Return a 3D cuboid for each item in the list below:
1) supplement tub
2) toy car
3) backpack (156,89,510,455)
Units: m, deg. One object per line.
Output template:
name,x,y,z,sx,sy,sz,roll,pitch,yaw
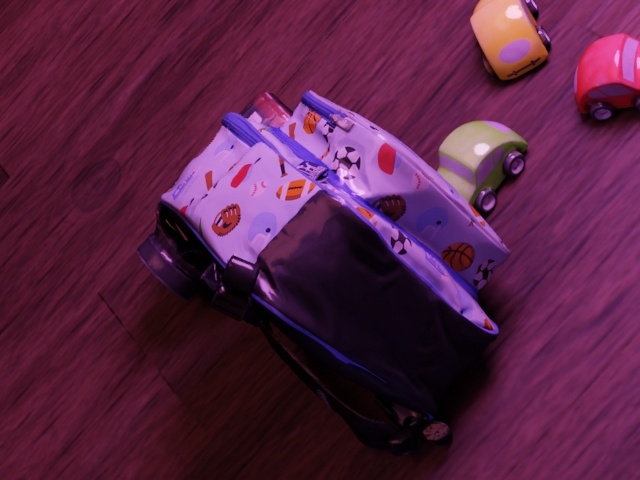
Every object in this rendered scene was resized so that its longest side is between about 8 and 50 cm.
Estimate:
supplement tub,-0.081,-0.037,1.310,0.198,0.106,0.106,-46,47,5
toy car,0.169,-0.115,1.209,0.239,0.053,0.225,34,86,44
backpack,0.000,0.000,1.134,0.213,0.276,0.263,-51,40,-8
